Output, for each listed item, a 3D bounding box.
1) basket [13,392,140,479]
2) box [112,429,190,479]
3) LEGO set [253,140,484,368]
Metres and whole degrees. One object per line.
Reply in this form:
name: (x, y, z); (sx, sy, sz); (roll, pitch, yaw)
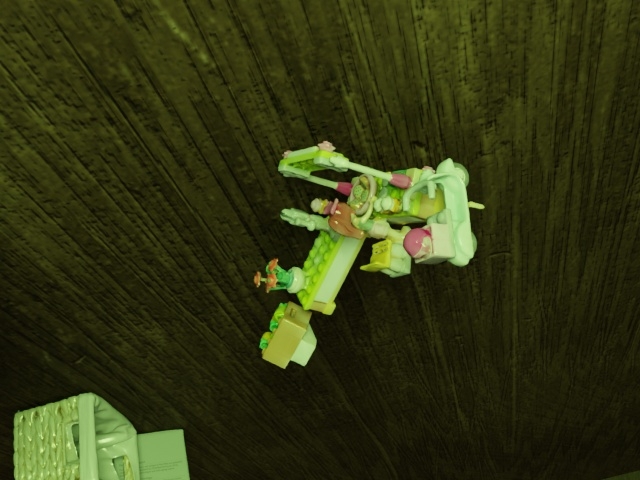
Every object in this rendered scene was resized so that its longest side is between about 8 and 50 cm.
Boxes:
basket: (-0.295, 0.268, 1.125); (0.103, 0.113, 0.167); (-12, 153, 4)
box: (-0.239, 0.323, 1.282); (0.102, 0.087, 0.101); (-5, 152, -17)
LEGO set: (0.000, 0.000, 0.742); (0.107, 0.132, 0.287); (15, 149, -28)
